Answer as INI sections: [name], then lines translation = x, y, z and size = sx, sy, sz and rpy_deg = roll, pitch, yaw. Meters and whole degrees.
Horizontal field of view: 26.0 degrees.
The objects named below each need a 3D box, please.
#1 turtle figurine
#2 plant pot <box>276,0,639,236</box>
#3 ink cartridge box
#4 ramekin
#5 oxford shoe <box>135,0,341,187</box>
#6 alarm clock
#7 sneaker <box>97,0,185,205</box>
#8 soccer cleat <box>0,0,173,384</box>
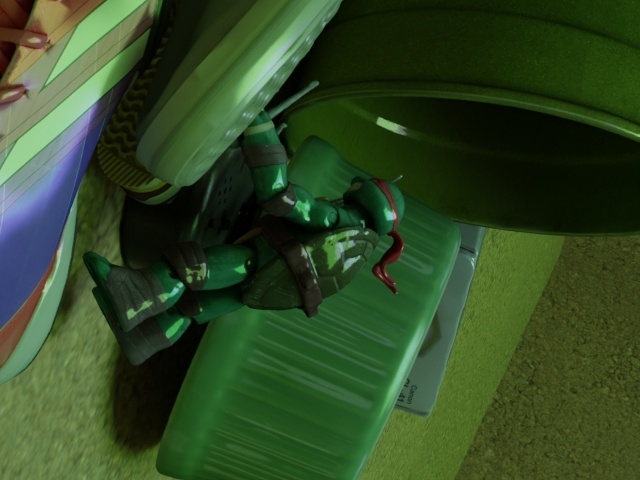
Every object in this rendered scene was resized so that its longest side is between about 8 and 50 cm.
[turtle figurine]
translation = -0.032, -0.005, 0.896
size = 0.234, 0.118, 0.175
rpy_deg = -28, 145, -14
[plant pot]
translation = 0.176, -0.224, 1.203
size = 0.366, 0.367, 0.353
rpy_deg = 54, 46, -72
[ink cartridge box]
translation = 0.112, 0.005, 1.526
size = 0.306, 0.131, 0.226
rpy_deg = -63, 167, -56
[ramekin]
translation = -0.003, 0.080, 1.137
size = 0.303, 0.148, 0.303
rpy_deg = 24, 90, -88
[oxford shoe]
translation = -0.025, -0.205, 0.791
size = 0.169, 0.130, 0.449
rpy_deg = -40, -159, 47
[alarm clock]
translation = -0.082, -0.046, 0.993
size = 0.129, 0.064, 0.192
rpy_deg = -32, 137, -66
[sneaker]
translation = -0.081, -0.111, 0.905
size = 0.185, 0.070, 0.084
rpy_deg = -60, 166, -5
[soccer cleat]
translation = -0.152, -0.069, 0.634
size = 0.116, 0.109, 0.318
rpy_deg = -15, 127, -67
